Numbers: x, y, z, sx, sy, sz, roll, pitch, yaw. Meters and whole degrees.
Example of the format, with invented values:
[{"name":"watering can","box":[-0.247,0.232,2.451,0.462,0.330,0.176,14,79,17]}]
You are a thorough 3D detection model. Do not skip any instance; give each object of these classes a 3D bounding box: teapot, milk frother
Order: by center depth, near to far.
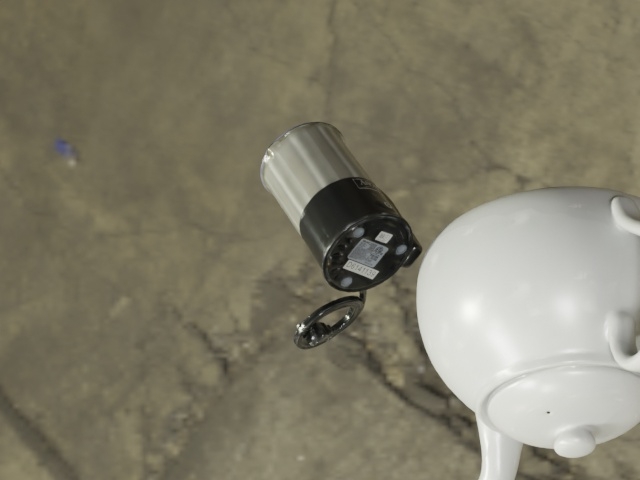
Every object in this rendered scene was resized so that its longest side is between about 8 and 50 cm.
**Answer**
[{"name":"teapot","box":[0.201,0.085,1.369,0.252,0.256,0.187,-16,56,20]},{"name":"milk frother","box":[0.000,0.000,1.439,0.143,0.129,0.135,-39,47,6]}]
